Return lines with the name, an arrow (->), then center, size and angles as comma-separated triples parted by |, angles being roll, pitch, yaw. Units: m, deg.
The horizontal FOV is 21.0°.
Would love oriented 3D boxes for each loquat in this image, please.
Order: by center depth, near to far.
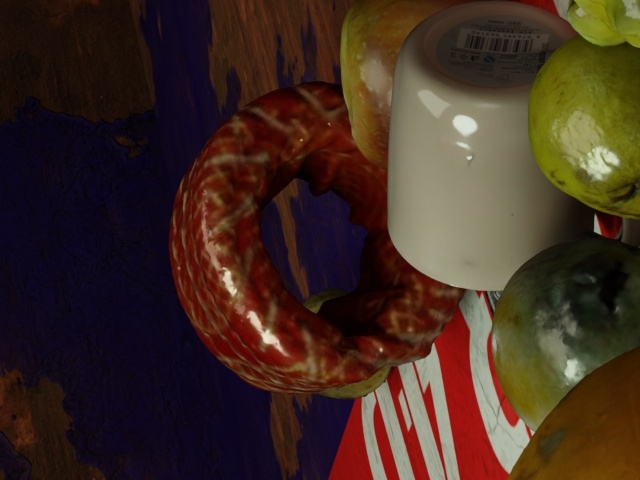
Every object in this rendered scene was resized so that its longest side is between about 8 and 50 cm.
loquat -> 0.230, 0.086, 1.412 | 0.227, 0.179, 0.179 | 157, 105, -80

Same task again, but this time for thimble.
thimble -> 0.000, 0.000, 1.972 | 0.230, 0.350, 0.350 | 154, 108, -70

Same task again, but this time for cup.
cup -> 0.177, -0.079, 1.521 | 0.253, 0.191, 0.200 | 29, 140, 31

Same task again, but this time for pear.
pear -> 0.235, -0.090, 1.334 | 0.162, 0.149, 0.149 | -102, 13, -48

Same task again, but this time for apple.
apple -> 0.110, -0.173, 1.773 | 0.235, 0.173, 0.210 | -104, 8, -63

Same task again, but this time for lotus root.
lotus root -> 0.024, 0.144, 2.366 | 0.154, 0.140, 0.257 | 44, -179, -7

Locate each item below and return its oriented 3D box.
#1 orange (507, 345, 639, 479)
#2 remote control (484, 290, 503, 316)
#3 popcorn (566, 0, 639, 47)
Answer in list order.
orange -> 0.258, 0.210, 1.087 | 0.312, 0.312, 0.312 | 173, 90, -76
remote control -> 0.205, 0.037, 1.692 | 0.066, 0.090, 0.265 | 21, -132, -55
popcorn -> 0.237, -0.244, 1.197 | 0.233, 0.192, 0.266 | 47, 152, 13
